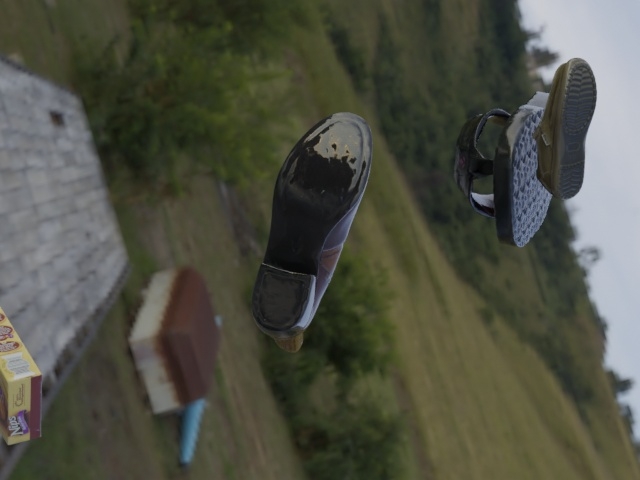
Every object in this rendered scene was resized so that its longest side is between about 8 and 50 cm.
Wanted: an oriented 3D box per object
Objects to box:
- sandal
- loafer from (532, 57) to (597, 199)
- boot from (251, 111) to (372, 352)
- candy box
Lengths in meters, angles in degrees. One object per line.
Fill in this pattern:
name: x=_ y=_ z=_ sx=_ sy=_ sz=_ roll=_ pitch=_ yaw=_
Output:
sandal: x=0.231 y=-0.095 z=1.681 sx=0.446 sy=0.107 sz=0.167 roll=-33 pitch=128 yaw=-72
loafer: x=0.247 y=-0.117 z=1.402 sx=0.050 sy=0.056 sz=0.148 roll=20 pitch=-73 yaw=49
boot: x=0.000 y=0.000 z=1.583 sx=0.280 sy=0.096 sz=0.264 roll=61 pitch=41 yaw=-82
candy box: x=-0.435 y=0.178 z=1.851 sx=0.187 sy=0.053 sz=0.109 roll=44 pitch=-44 yaw=45
